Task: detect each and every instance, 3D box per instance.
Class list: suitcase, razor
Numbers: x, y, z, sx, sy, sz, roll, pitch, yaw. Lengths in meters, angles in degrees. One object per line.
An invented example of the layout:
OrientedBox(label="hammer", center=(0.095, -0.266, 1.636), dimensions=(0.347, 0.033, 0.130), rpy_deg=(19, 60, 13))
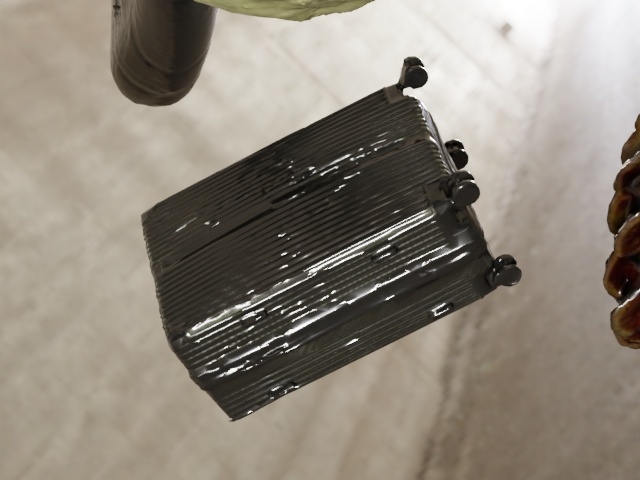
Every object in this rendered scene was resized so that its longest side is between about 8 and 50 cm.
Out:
OrientedBox(label="suitcase", center=(0.000, 0.000, 1.774), dimensions=(0.335, 0.152, 0.230), rpy_deg=(-26, 39, 7))
OrientedBox(label="razor", center=(-0.156, -0.282, 1.869), dimensions=(0.349, 0.113, 0.204), rpy_deg=(117, 157, -69))

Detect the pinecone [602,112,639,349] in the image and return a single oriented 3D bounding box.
OrientedBox(label="pinecone", center=(0.359, -0.007, 1.427), dimensions=(0.242, 0.298, 0.296), rpy_deg=(-1, 57, 32))

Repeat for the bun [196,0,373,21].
OrientedBox(label="bun", center=(0.012, -0.292, 1.418), dimensions=(0.364, 0.202, 0.364), rpy_deg=(-24, 26, 13))
